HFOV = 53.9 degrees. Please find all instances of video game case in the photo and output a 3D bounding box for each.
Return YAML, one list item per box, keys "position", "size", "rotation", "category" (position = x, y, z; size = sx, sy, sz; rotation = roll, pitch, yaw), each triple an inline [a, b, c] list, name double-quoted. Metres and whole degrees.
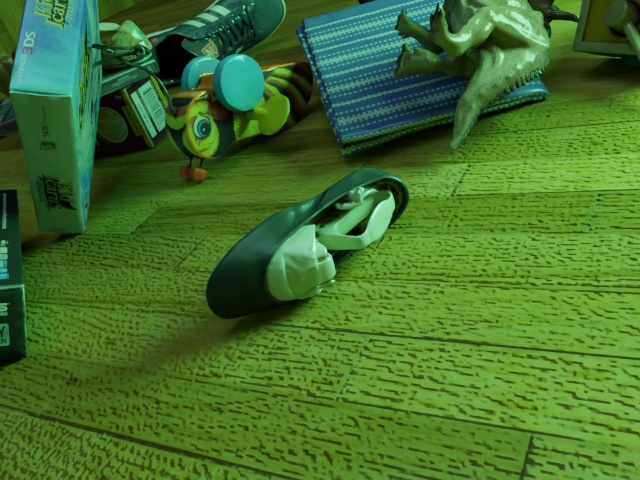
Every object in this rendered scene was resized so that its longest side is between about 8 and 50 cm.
- position: [-0.391, -0.245, 1.002]
  size: [0.274, 0.026, 0.196]
  rotation: [-24, 31, -4]
  category: "video game case"
- position: [-0.301, -0.186, 0.745]
  size: [0.061, 0.244, 0.269]
  rotation: [2, 58, -15]
  category: "video game case"

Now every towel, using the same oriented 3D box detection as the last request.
- position: [0.108, -0.234, 0.811]
  size: [0.243, 0.040, 0.336]
  rotation: [-15, 42, 1]
  category: "towel"

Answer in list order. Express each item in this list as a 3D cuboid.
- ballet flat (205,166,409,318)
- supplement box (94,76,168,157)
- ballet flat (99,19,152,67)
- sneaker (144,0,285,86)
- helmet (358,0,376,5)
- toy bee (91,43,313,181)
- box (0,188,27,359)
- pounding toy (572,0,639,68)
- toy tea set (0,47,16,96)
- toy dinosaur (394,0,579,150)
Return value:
- position: [0.000, 0.000, 0.513]
  size: [0.203, 0.074, 0.074]
  rotation: [-36, 32, -30]
  category: "ballet flat"
- position: [-0.348, -0.202, 1.036]
  size: [0.188, 0.104, 0.081]
  rotation: [-5, 34, 26]
  category: "supplement box"
- position: [-0.347, -0.291, 0.956]
  size: [0.206, 0.067, 0.073]
  rotation: [-7, 35, 25]
  category: "ballet flat"
- position: [-0.221, -0.410, 1.306]
  size: [0.350, 0.131, 0.148]
  rotation: [-28, 36, -3]
  category: "sneaker"
- position: [0.152, -0.427, 1.045]
  size: [0.161, 0.169, 0.169]
  rotation: [-37, 29, 5]
  category: "helmet"
- position: [-0.142, -0.162, 0.827]
  size: [0.298, 0.162, 0.195]
  rotation: [-3, 14, -22]
  category: "toy bee"
- position: [-0.432, 0.027, 0.632]
  size: [0.242, 0.076, 0.307]
  rotation: [-3, 21, -25]
  category: "box"
- position: [0.332, -0.230, 0.644]
  size: [0.100, 0.141, 0.130]
  rotation: [-3, 18, -31]
  category: "pounding toy"
- position: [-0.547, -0.319, 1.270]
  size: [0.336, 0.200, 0.124]
  rotation: [3, 44, 44]
  category: "toy tea set"
- position: [0.194, -0.227, 0.672]
  size: [0.200, 0.127, 0.296]
  rotation: [11, 57, -12]
  category: "toy dinosaur"
